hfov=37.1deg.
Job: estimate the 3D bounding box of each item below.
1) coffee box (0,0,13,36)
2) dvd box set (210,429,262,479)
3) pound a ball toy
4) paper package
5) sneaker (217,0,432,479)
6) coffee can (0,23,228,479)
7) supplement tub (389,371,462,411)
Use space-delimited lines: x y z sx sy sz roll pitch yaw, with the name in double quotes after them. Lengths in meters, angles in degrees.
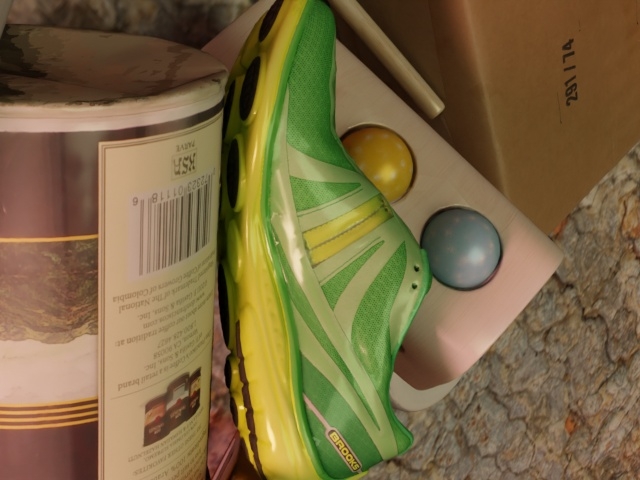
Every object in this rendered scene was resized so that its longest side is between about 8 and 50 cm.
-0.286 -0.109 0.365 0.119 0.297 0.168 4 107 -78 "coffee box"
-0.103 0.297 0.686 0.308 0.062 0.420 -63 -179 -7 "dvd box set"
0.036 -0.080 0.683 0.319 0.136 0.208 44 71 2 "pound a ball toy"
0.179 -0.202 0.872 0.309 0.168 0.325 -41 131 -25 "paper package"
0.000 0.000 0.578 0.123 0.109 0.296 -4 92 -20 "sneaker"
-0.158 0.032 0.541 0.201 0.201 0.275 -13 118 -40 "coffee can"
0.031 0.059 0.823 0.117 0.190 0.117 -18 118 -37 "supplement tub"
